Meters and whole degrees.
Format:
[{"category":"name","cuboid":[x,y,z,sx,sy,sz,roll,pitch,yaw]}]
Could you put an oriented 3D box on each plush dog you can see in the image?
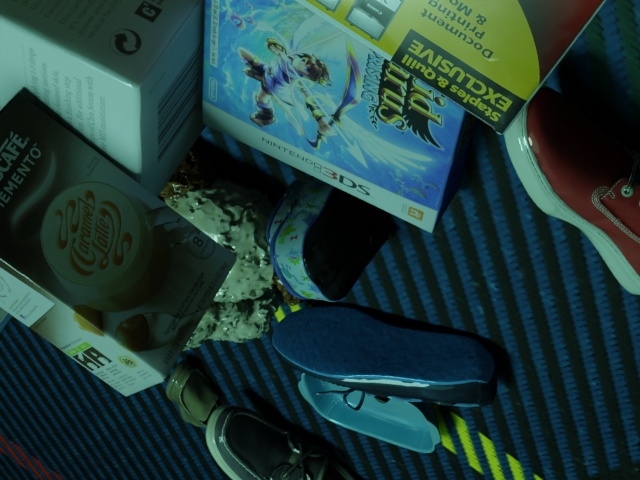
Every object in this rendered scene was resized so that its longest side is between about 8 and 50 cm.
[{"category":"plush dog","cuboid":[-0.134,0.020,1.632,0.262,0.210,0.225,39,127,-12]}]

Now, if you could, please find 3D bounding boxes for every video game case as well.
[{"category":"video game case","cuboid":[0.018,-0.146,1.335,0.244,0.061,0.269,25,150,10]}]

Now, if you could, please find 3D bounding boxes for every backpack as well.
[{"category":"backpack","cuboid":[0.000,0.000,1.516,0.084,0.114,0.105,3,140,41]}]

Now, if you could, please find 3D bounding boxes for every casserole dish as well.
[{"category":"casserole dish","cuboid":[0.062,0.188,1.822,0.188,0.037,0.114,16,147,29]}]

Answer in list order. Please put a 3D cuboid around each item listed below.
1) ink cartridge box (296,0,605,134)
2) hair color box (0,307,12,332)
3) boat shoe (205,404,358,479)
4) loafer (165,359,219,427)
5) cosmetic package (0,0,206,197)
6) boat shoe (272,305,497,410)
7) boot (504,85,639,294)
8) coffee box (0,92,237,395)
[{"category":"ink cartridge box","cuboid":[0.045,-0.227,1.060,0.309,0.130,0.272,32,138,-1]},{"category":"hair color box","cuboid":[-0.543,0.086,2.179,0.174,0.105,0.347,39,150,-12]},{"category":"boat shoe","cuboid":[-0.025,0.300,2.018,0.285,0.103,0.092,43,144,-26]},{"category":"loafer","cuboid":[-0.162,0.203,2.046,0.050,0.056,0.148,20,159,19]},{"category":"cosmetic package","cuboid":[-0.320,-0.227,1.429,0.453,0.161,0.230,27,151,8]},{"category":"boat shoe","cuboid":[0.065,0.143,1.683,0.258,0.109,0.089,15,150,32]},{"category":"boot","cuboid":[0.270,-0.046,1.223,0.176,0.088,0.244,-7,140,48]},{"category":"coffee box","cuboid":[-0.219,0.008,1.386,0.246,0.141,0.098,37,152,-15]}]
